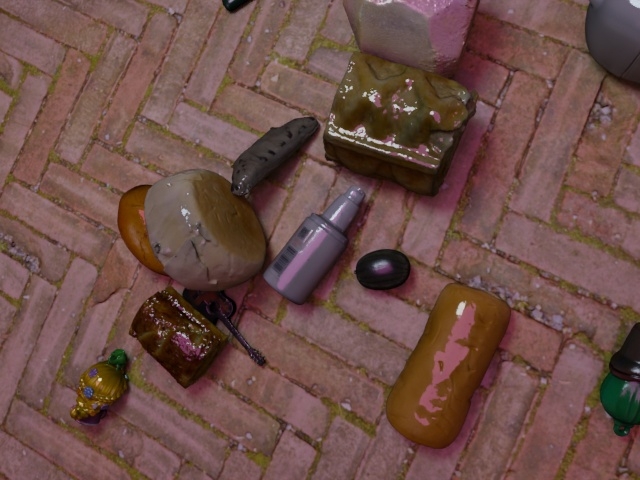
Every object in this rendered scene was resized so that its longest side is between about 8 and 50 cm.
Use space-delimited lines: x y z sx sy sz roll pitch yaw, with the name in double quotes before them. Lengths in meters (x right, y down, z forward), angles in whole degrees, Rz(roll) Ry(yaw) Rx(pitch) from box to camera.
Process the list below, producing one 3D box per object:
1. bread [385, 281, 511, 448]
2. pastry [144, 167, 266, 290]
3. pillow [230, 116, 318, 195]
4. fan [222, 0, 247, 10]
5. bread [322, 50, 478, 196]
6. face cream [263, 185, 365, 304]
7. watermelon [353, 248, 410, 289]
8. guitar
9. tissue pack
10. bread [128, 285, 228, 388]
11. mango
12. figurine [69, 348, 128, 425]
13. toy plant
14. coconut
"bread" 0.231 0.223 1.014 0.142 0.091 0.305 25 89 9
"pastry" -0.218 -0.022 1.063 0.133 0.265 0.265 -26 78 21
"pillow" -0.108 -0.181 1.132 0.093 0.051 0.241 27 64 36
"fan" -0.147 -0.555 1.219 0.155 0.039 0.082 -31 78 8
"bread" 0.137 -0.212 1.026 0.252 0.238 0.196 26 76 9
"face cream" 0.000 0.000 1.085 0.101 0.101 0.252 38 91 14
"watermelon" 0.117 0.056 1.065 0.110 0.078 0.078 -10 81 12
"guitar" -0.191 0.164 1.145 0.088 0.025 0.233 -44 77 5
"tissue pack" 0.596 -0.446 0.942 0.236 0.229 0.333 26 88 15
"bread" -0.290 0.194 1.121 0.172 0.103 0.132 40 112 12
"mango" -0.332 -0.015 1.154 0.145 0.112 0.219 -35 80 5
"figurine" -0.454 0.299 1.142 0.095 0.115 0.156 34 89 4
"toy plant" 0.549 0.240 0.939 0.143 0.105 0.200 6 104 -5
"coconut" 0.163 -0.429 1.036 0.245 0.233 0.233 20 88 10
